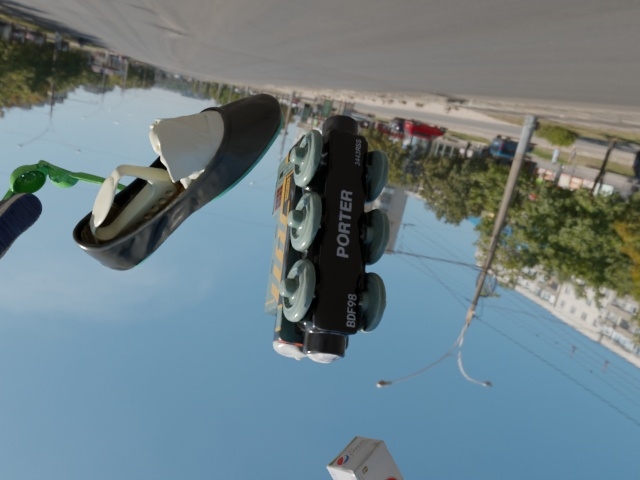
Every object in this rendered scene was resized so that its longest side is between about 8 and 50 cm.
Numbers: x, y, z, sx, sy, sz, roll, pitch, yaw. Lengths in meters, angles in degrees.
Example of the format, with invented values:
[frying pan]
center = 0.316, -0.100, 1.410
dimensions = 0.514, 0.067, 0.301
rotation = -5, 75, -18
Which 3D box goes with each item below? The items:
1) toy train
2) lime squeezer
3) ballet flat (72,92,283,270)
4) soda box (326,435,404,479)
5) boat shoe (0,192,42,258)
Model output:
[toy train]
center = 0.000, 0.000, 0.709
dimensions = 0.142, 0.334, 0.190
rotation = 11, 160, -21
[lime squeezer]
center = -0.452, -0.085, 0.859
dimensions = 0.310, 0.110, 0.059
rotation = -14, 149, 5
[ballet flat]
center = -0.162, -0.067, 0.564
dimensions = 0.096, 0.280, 0.095
rotation = 31, -160, -53
[soda box]
center = 0.098, 0.407, 0.782
dimensions = 0.074, 0.216, 0.069
rotation = -34, -169, -37
[boat shoe]
center = -0.514, -0.005, 0.794
dimensions = 0.066, 0.066, 0.183
rotation = 0, -144, 30
